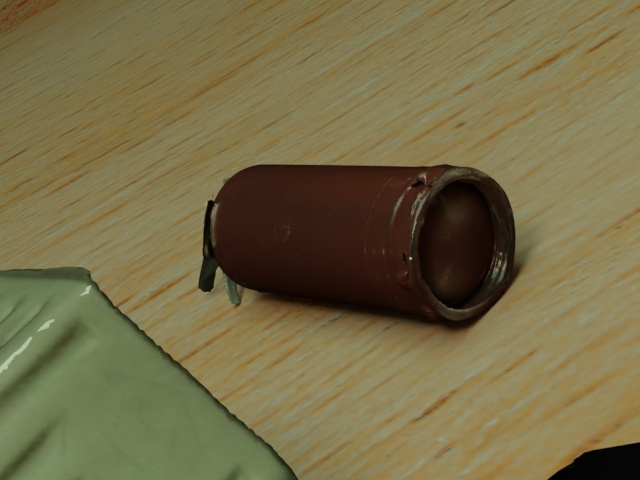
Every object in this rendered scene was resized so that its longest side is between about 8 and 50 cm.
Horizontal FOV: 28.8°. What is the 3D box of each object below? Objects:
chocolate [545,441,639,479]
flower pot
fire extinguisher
[{"bbox_3d":[0.123,0.147,0.457,0.149,0.080,0.125,-26,36,-11],"label":"chocolate"},{"bbox_3d":[-0.139,0.152,0.558,0.189,0.239,0.209,-49,2,-34],"label":"flower pot"},{"bbox_3d":[0.000,0.000,0.842,0.269,0.105,0.105,5,41,49],"label":"fire extinguisher"}]
